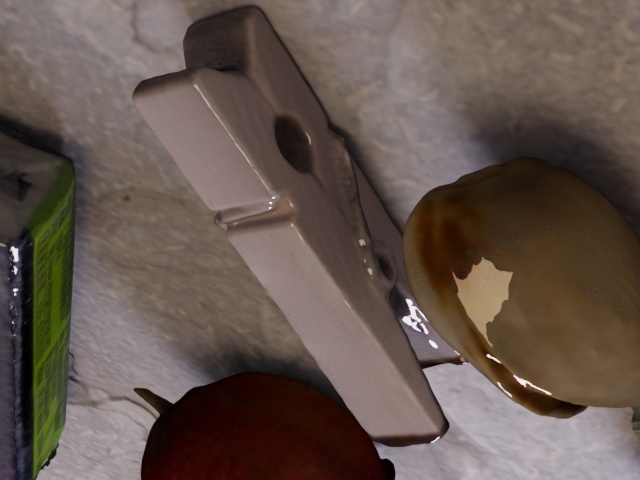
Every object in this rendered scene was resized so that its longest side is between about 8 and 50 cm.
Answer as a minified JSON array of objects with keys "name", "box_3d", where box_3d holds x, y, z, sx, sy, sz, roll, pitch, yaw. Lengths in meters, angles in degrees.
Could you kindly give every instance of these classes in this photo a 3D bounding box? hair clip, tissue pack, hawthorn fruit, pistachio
[{"name":"hair clip","box_3d":[-0.004,0.000,0.906,0.085,0.101,0.330,-8,128,42]},{"name":"tissue pack","box_3d":[-0.354,0.038,1.125,0.288,0.124,0.394,23,141,6]},{"name":"hawthorn fruit","box_3d":[-0.055,0.196,1.106,0.251,0.189,0.189,44,142,10]},{"name":"pistachio","box_3d":[0.139,0.033,0.825,0.144,0.144,0.215,-21,128,43]}]

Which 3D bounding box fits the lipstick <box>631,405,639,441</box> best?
[{"name":"lipstick","box_3d":[0.236,0.118,0.948,0.030,0.030,0.129,-10,128,37]}]
